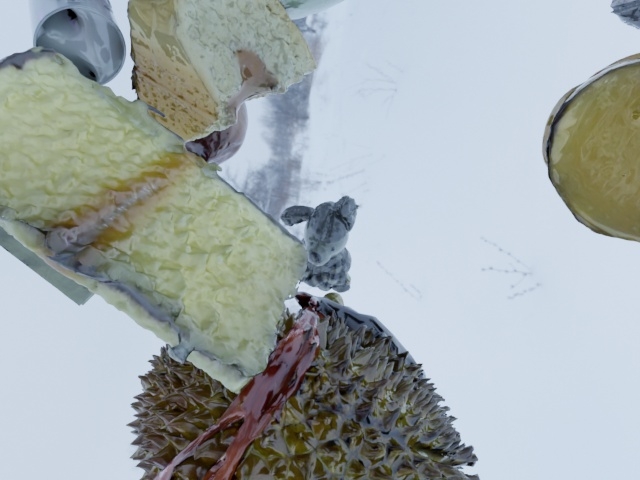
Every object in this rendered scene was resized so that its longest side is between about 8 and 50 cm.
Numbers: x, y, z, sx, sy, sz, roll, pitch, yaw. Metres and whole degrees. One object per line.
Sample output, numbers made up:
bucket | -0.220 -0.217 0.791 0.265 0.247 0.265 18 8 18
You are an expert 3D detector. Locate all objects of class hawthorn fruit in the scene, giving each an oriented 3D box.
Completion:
hawthorn fruit | -0.269 -0.252 1.204 0.208 0.208 0.248 105 160 -53

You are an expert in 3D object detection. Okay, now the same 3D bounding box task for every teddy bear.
teddy bear | -0.011 0.006 1.179 0.251 0.171 0.144 84 -155 -49

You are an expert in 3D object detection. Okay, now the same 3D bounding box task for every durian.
durian | -0.020 0.219 0.578 0.347 0.385 0.347 10 -90 -82

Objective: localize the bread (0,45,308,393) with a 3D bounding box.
bread | -0.143 -0.014 0.372 0.142 0.266 0.178 -39 15 43

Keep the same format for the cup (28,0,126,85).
cup | -0.288 -0.272 0.635 0.136 0.099 0.133 -54 44 23

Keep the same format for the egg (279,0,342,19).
egg | -0.017 -0.510 0.727 0.428 0.345 0.345 -55 12 15

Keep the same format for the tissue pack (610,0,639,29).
tissue pack | 0.802 -0.476 1.064 0.123 0.245 0.332 -66 25 3

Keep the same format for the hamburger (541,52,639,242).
hamburger | 0.471 -0.140 0.746 0.237 0.276 0.276 -35 -38 -56

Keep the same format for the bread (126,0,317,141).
bread | -0.166 -0.248 0.661 0.211 0.224 0.183 59 -134 -35

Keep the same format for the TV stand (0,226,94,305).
TV stand | -0.454 0.014 0.821 0.036 0.249 0.042 -45 30 -8

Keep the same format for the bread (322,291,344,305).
bread | 0.023 0.152 1.087 0.110 0.060 0.066 -82 -2 -60
